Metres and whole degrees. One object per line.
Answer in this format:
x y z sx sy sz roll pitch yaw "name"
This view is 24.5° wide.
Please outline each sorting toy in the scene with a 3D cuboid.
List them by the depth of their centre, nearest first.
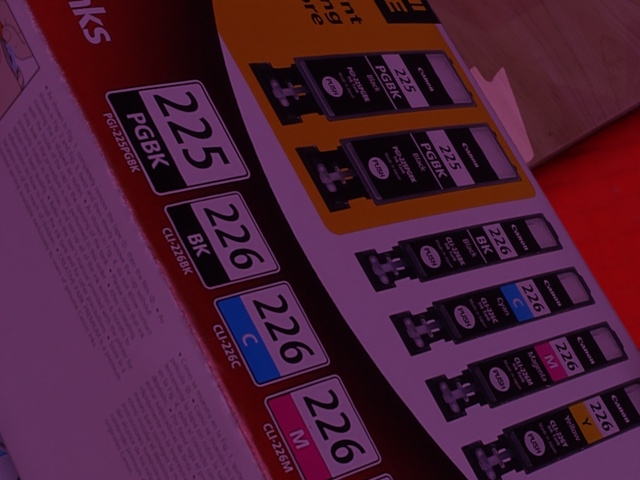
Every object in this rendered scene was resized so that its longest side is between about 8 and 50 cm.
0.105 -0.115 0.745 0.132 0.046 0.274 -30 74 -13 "sorting toy"

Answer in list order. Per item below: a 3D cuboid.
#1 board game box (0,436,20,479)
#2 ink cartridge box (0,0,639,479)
-0.149 0.122 0.537 0.305 0.053 0.193 21 61 -43 "board game box"
0.000 0.000 0.587 0.272 0.130 0.309 -13 68 -45 "ink cartridge box"
